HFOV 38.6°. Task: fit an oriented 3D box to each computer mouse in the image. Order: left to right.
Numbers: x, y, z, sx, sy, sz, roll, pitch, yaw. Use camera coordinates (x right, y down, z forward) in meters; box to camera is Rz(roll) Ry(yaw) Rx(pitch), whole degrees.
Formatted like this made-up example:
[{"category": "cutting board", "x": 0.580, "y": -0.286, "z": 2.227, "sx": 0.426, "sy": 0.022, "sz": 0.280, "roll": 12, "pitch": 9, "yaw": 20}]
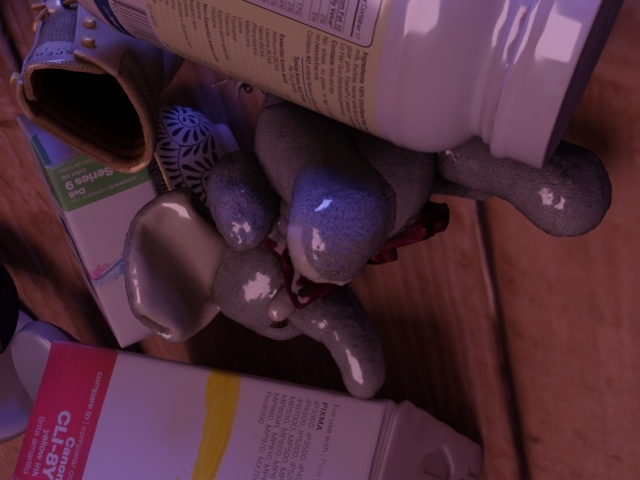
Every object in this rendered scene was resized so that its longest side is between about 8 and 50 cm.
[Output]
[{"category": "computer mouse", "x": -0.429, "y": 0.003, "z": 1.107, "sx": 0.262, "sy": 0.060, "sz": 0.184, "roll": 43, "pitch": 145, "yaw": 34}]

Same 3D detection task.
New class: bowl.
[{"category": "bowl", "x": -0.114, "y": -0.062, "z": 0.855, "sx": 0.170, "sy": 0.080, "sz": 0.170, "roll": 158, "pitch": 90, "yaw": -78}]

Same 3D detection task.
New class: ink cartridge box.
[{"category": "ink cartridge box", "x": -0.210, "y": -0.024, "z": 0.911, "sx": 0.154, "sy": 0.093, "sz": 0.212, "roll": 44, "pitch": 154, "yaw": 53}, {"category": "ink cartridge box", "x": -0.066, "y": 0.231, "z": 0.934, "sx": 0.385, "sy": 0.160, "sz": 0.279, "roll": 5, "pitch": 162, "yaw": 29}]

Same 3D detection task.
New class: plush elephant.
[{"category": "plush elephant", "x": 0.000, "y": 0.000, "z": 0.730, "sx": 0.330, "sy": 0.272, "sz": 0.255, "roll": 39, "pitch": 129, "yaw": 37}]

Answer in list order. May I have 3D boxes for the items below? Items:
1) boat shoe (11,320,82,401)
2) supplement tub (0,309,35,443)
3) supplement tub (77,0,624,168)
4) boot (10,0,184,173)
[{"category": "boat shoe", "x": -0.266, "y": 0.201, "z": 1.164, "sx": 0.113, "sy": 0.105, "sz": 0.306, "roll": -17, "pitch": 120, "yaw": 35}, {"category": "supplement tub", "x": -0.525, "y": 0.207, "z": 1.268, "sx": 0.316, "sy": 0.193, "sz": 0.193, "roll": -23, "pitch": 110, "yaw": 41}, {"category": "supplement tub", "x": 0.025, "y": -0.196, "z": 0.570, "sx": 0.325, "sy": 0.235, "sz": 0.235, "roll": 24, "pitch": 134, "yaw": 14}, {"category": "boot", "x": -0.200, "y": -0.195, "z": 0.704, "sx": 0.095, "sy": 0.203, "sz": 0.262, "roll": -20, "pitch": 127, "yaw": 18}]
